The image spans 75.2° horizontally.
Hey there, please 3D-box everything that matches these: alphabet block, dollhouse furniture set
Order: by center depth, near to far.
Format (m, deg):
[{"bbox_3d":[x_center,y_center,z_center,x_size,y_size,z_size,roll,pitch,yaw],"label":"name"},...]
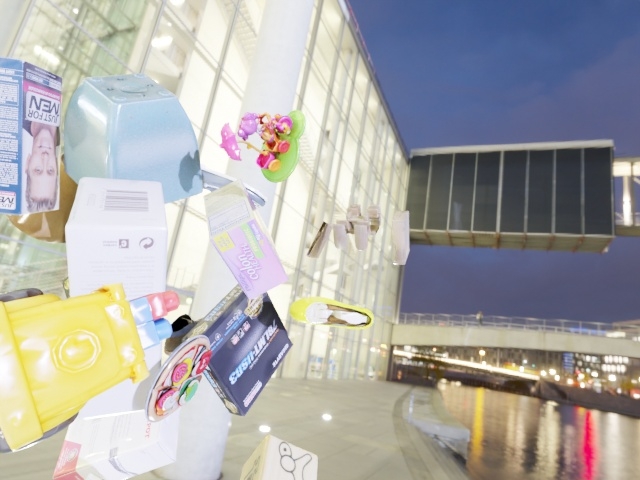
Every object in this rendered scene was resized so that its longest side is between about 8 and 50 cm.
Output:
[{"bbox_3d":[-0.133,0.751,1.250,0.192,0.193,0.197,31,23,-11],"label":"alphabet block"},{"bbox_3d":[0.186,-0.017,1.476,0.242,0.161,0.212,3,25,20],"label":"dollhouse furniture set"}]

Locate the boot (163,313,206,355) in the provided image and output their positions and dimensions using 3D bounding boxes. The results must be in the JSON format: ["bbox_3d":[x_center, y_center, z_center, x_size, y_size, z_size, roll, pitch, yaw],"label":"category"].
[{"bbox_3d":[-0.409,0.280,1.356,0.082,0.219,0.106,33,-49,20],"label":"boot"}]

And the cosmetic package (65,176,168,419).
[{"bbox_3d":[-0.420,0.121,0.875,0.162,0.453,0.230,0,28,-24],"label":"cosmetic package"}]

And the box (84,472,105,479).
[{"bbox_3d":[-0.483,0.641,0.882,0.119,0.182,0.181,-6,-60,39],"label":"box"}]

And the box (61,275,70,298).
[{"bbox_3d":[-0.841,0.242,1.522,0.051,0.220,0.175,-33,-26,-4],"label":"box"}]

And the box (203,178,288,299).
[{"bbox_3d":[-0.202,-0.010,1.107,0.117,0.243,0.213,-26,-54,-2],"label":"box"}]

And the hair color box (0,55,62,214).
[{"bbox_3d":[-0.722,-0.244,1.007,0.105,0.347,0.174,6,9,-6],"label":"hair color box"}]

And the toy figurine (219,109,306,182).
[{"bbox_3d":[-0.132,-0.218,0.882,0.159,0.173,0.130,6,33,-50],"label":"toy figurine"}]

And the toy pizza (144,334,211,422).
[{"bbox_3d":[-0.297,0.301,0.900,0.032,0.201,0.201,24,-12,15],"label":"toy pizza"}]

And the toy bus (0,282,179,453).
[{"bbox_3d":[-0.282,0.116,0.494,0.211,0.149,0.220,-19,2,-38],"label":"toy bus"}]

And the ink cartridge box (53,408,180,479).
[{"bbox_3d":[-0.547,0.541,1.155,0.283,0.207,0.117,-18,-55,-1],"label":"ink cartridge box"}]

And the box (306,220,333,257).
[{"bbox_3d":[0.000,0.000,1.814,0.021,0.164,0.201,27,1,11],"label":"box"}]

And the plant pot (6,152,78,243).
[{"bbox_3d":[-0.866,-0.161,1.388,0.237,0.237,0.254,24,-61,-43],"label":"plant pot"}]

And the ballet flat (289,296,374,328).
[{"bbox_3d":[0.034,0.196,1.107,0.231,0.077,0.077,9,-2,-4],"label":"ballet flat"}]

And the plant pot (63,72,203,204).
[{"bbox_3d":[-0.446,-0.246,0.987,0.248,0.247,0.252,37,-47,26],"label":"plant pot"}]

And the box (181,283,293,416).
[{"bbox_3d":[-0.228,0.307,1.243,0.073,0.295,0.293,-5,-61,36],"label":"box"}]

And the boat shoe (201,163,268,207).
[{"bbox_3d":[-0.325,-0.162,1.318,0.320,0.099,0.116,23,-7,-11],"label":"boat shoe"}]
